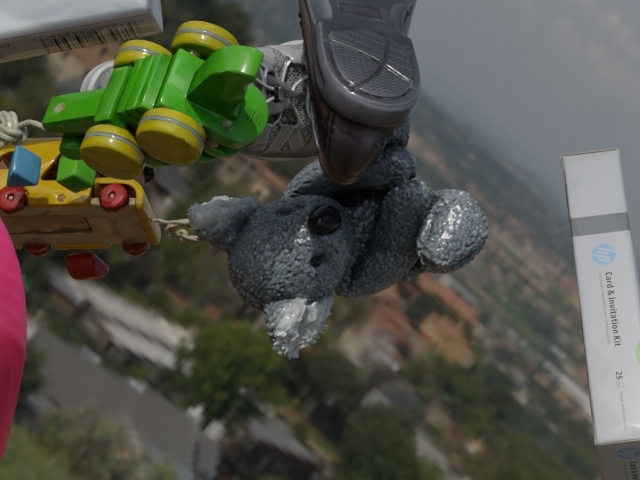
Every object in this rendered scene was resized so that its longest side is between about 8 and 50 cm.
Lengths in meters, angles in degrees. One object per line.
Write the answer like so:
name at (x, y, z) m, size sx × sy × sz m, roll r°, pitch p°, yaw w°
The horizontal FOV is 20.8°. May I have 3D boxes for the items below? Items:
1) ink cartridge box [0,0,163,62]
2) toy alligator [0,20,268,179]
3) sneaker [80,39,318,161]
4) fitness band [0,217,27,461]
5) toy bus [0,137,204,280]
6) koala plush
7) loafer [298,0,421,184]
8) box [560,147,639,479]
ink cartridge box at (-0.328, -0.325, 1.645) m, size 0.071 × 0.324 × 0.330 m, roll 67°, pitch 14°, yaw -72°
toy alligator at (-0.080, -0.050, 0.763) m, size 0.189 × 0.056 × 0.051 m, roll -11°, pitch -38°, yaw 44°
sneaker at (-0.056, -0.112, 1.466) m, size 0.281 × 0.105 × 0.115 m, roll -7°, pitch 7°, yaw -16°
fitness band at (-0.299, 0.068, 1.380) m, size 0.054 × 0.291 × 0.209 m, roll -12°, pitch 48°, yaw -32°
toy bus at (-0.227, -0.052, 1.674) m, size 0.202 × 0.191 × 0.104 m, roll 23°, pitch 57°, yaw -30°
koala plush at (0.000, 0.000, 1.625) m, size 0.196 × 0.221 × 0.203 m, roll 55°, pitch -34°, yaw 5°
loafer at (0.022, -0.164, 1.402) m, size 0.109 × 0.095 × 0.302 m, roll 14°, pitch 37°, yaw -10°
box at (0.173, 0.062, 1.017) m, size 0.145 × 0.038 × 0.186 m, roll 67°, pitch 19°, yaw -56°
